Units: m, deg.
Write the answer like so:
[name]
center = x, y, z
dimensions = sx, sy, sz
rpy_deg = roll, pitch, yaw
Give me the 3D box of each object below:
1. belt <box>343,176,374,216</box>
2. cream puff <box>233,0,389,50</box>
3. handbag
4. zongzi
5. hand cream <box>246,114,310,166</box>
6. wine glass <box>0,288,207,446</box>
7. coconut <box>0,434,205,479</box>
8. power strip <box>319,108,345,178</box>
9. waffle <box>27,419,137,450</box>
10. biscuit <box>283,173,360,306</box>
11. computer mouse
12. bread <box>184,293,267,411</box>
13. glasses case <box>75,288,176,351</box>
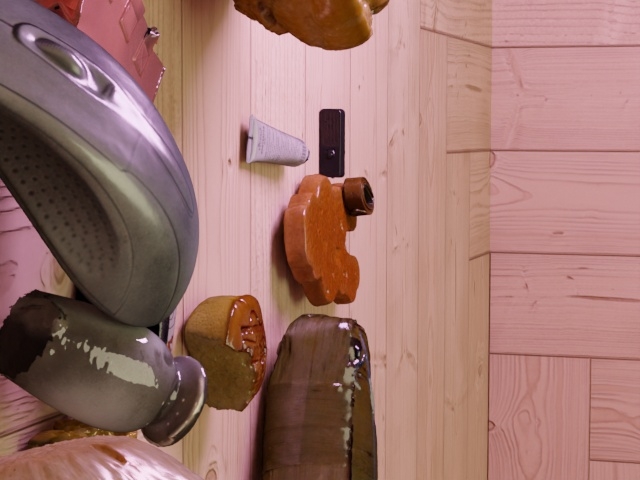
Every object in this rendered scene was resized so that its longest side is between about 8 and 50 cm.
[belt]
center = 0.063, -0.069, 2.501
dimensions = 0.083, 0.036, 0.059
rpy_deg = 52, 37, -61
[cream puff]
center = -0.037, -0.398, 1.947
dimensions = 0.327, 0.231, 0.343
rpy_deg = 27, 59, -77
[handbag]
center = -0.227, -0.204, 1.633
dimensions = 0.212, 0.059, 0.157
rpy_deg = 72, 26, -50
[zongzi]
center = 0.025, 0.296, 2.321
dimensions = 0.360, 0.159, 0.323
rpy_deg = 52, 43, -63
[hand cream]
center = -0.065, -0.133, 2.210
dimensions = 0.194, 0.042, 0.067
rpy_deg = 10, 89, -68
[wine glass]
center = -0.210, 0.124, 1.511
dimensions = 0.204, 0.111, 0.111
rpy_deg = 32, 57, -38
[coconut]
center = -0.211, 0.370, 1.255
dimensions = 0.415, 0.344, 0.416
rpy_deg = 6, 78, -30
[power strip]
center = 0.018, -0.153, 2.475
dimensions = 0.029, 0.037, 0.111
rpy_deg = -14, 104, -71
[waffle]
center = -0.238, 0.253, 1.637
dimensions = 0.211, 0.055, 0.161
rpy_deg = -35, 126, -68
[biscuit]
center = 0.000, 0.000, 2.404
dimensions = 0.334, 0.047, 0.202
rpy_deg = 5, 82, -76
[computer mouse]
center = -0.213, -0.086, 1.446
dimensions = 0.371, 0.121, 0.188
rpy_deg = 54, 23, -25
[bread]
center = -0.113, 0.131, 1.985
dimensions = 0.125, 0.086, 0.156
rpy_deg = -72, 158, -46
[glasses case]
center = -0.203, 0.042, 1.657
dimensions = 0.067, 0.103, 0.267
rpy_deg = 37, 57, -72
